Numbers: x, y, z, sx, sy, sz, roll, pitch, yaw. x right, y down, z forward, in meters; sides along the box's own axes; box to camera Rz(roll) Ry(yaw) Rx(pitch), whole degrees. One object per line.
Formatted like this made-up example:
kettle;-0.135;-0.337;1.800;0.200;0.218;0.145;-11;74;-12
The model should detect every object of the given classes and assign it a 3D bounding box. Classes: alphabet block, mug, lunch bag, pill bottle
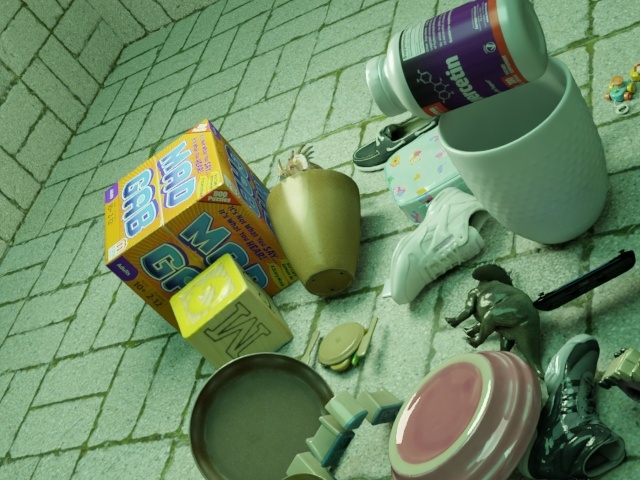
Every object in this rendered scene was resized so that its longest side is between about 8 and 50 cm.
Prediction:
alphabet block;-0.217;0.187;2.058;0.193;0.197;0.192;-40;35;0
mug;0.442;-0.195;1.744;0.276;0.328;0.374;-13;42;34
lunch bag;-0.103;0.398;1.812;0.151;0.096;0.129;19;65;37
lunch bag;0.293;-0.164;2.046;0.279;0.108;0.224;-31;39;15
pill bottle;0.256;-0.346;1.637;0.323;0.181;0.181;-18;40;30

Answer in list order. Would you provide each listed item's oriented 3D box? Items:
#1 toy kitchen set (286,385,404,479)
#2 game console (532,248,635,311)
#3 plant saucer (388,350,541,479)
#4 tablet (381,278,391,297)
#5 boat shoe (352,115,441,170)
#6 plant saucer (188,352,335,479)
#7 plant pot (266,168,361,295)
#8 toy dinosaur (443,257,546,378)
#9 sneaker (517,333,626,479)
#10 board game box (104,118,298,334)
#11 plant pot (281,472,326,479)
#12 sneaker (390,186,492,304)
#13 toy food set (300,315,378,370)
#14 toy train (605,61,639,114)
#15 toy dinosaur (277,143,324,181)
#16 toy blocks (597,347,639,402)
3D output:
toy kitchen set;0.067;0.404;1.652;0.122;0.166;0.207;42;113;33
game console;0.541;0.031;1.520;0.361;0.213;0.044;-32;72;17
plant saucer;0.233;0.321;1.491;0.332;0.084;0.332;-45;17;18
tablet;0.180;0.103;1.945;0.083;0.006;0.054;-12;43;35
boat shoe;0.205;-0.273;2.266;0.302;0.091;0.114;-20;39;27
plant saucer;-0.112;0.384;1.741;0.311;0.050;0.310;1;66;-1
plant pot;0.000;0.000;2.068;0.237;0.237;0.254;-26;52;20
toy dinosaur;0.346;0.143;1.644;0.160;0.121;0.313;-51;29;8
sneaker;0.441;0.287;1.412;0.153;0.101;0.268;10;64;48
board game box;-0.314;-0.023;2.243;0.356;0.356;0.356;-34;35;9
plant pot;-0.031;0.548;1.565;0.236;0.032;0.236;-18;62;36
sneaker;0.262;0.016;1.866;0.152;0.114;0.305;23;72;40
toy food set;0.049;0.238;1.899;0.192;0.038;0.132;-17;33;38
toy train;0.720;-0.358;1.912;0.166;0.046;0.125;-31;35;13
toy dinosaur;-0.031;-0.166;2.246;0.127;0.200;0.296;-49;11;0
toy blocks;0.635;0.136;1.269;0.260;0.288;0.309;33;73;10
